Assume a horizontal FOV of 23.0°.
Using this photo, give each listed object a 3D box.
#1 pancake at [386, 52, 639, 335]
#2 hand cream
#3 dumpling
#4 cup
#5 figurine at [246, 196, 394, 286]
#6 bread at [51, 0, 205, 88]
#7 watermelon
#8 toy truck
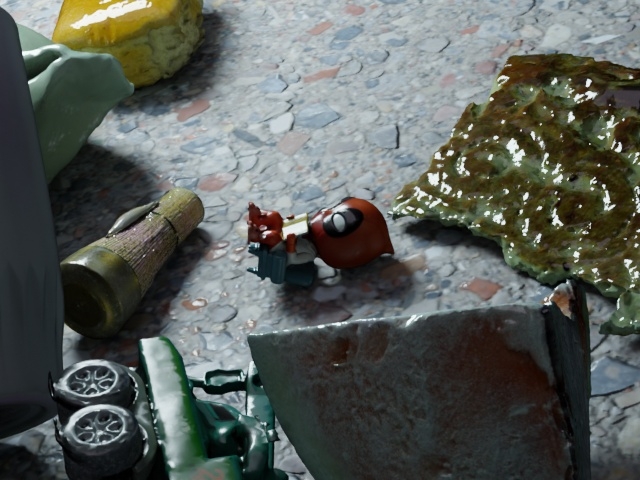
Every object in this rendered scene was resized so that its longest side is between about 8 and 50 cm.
[{"bbox_3d":[0.270,-0.048,1.483,0.305,0.067,0.427,-39,43,-20],"label":"pancake"},{"bbox_3d":[-0.175,0.011,1.522,0.084,0.084,0.203,9,34,28],"label":"hand cream"},{"bbox_3d":[-0.368,-0.139,1.674,0.321,0.211,0.270,15,39,18],"label":"dumpling"},{"bbox_3d":[-0.350,-0.015,1.332,0.253,0.253,0.371,-15,75,-2],"label":"cup"},{"bbox_3d":[0.000,0.000,1.478,0.140,0.075,0.068,-2,34,-3],"label":"figurine"},{"bbox_3d":[-0.226,-0.277,1.896,0.174,0.121,0.245,-6,38,8],"label":"bread"},{"bbox_3d":[0.093,0.092,1.141,0.290,0.213,0.320,22,45,4],"label":"watermelon"},{"bbox_3d":[-0.094,0.209,1.135,0.178,0.176,0.363,-7,34,-7],"label":"toy truck"}]
